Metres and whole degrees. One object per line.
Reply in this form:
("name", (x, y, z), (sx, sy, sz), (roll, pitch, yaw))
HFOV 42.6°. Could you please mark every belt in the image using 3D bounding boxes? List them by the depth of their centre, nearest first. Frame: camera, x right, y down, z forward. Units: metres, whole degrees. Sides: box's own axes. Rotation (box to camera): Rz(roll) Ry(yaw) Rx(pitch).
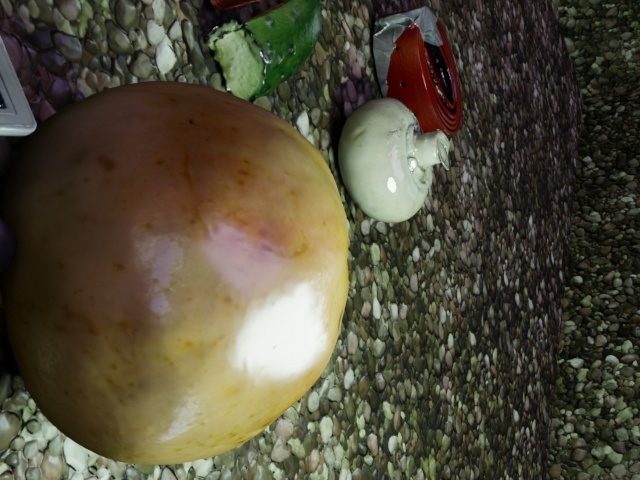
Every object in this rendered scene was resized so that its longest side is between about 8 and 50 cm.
("belt", (0.218, -0.377, 1.838), (0.324, 0.115, 0.227), (63, 34, -35))

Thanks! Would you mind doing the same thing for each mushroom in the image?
("mushroom", (0.148, -0.158, 1.589), (0.246, 0.202, 0.246), (-11, 90, -70))

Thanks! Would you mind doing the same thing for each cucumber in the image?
("cucumber", (-0.059, -0.337, 1.363), (0.325, 0.105, 0.145), (-54, 129, -53))

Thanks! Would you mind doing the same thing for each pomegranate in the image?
("pomegranate", (-0.167, 0.032, 0.846), (0.411, 0.412, 0.411), (18, 69, -58))

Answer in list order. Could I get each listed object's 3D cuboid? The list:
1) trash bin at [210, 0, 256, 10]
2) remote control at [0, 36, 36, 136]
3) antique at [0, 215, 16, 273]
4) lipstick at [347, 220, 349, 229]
("trash bin", (-0.092, -0.474, 1.275), (0.238, 0.161, 0.184), (-53, 129, -46))
("remote control", (-0.345, -0.116, 0.552), (0.313, 0.055, 0.109), (-8, 70, -59))
("antique", (-0.386, -0.042, 0.651), (0.255, 0.185, 0.322), (20, 63, -56))
("lipstick", (0.000, 0.000, 1.449), (0.158, 0.048, 0.048), (-42, 120, -55))
